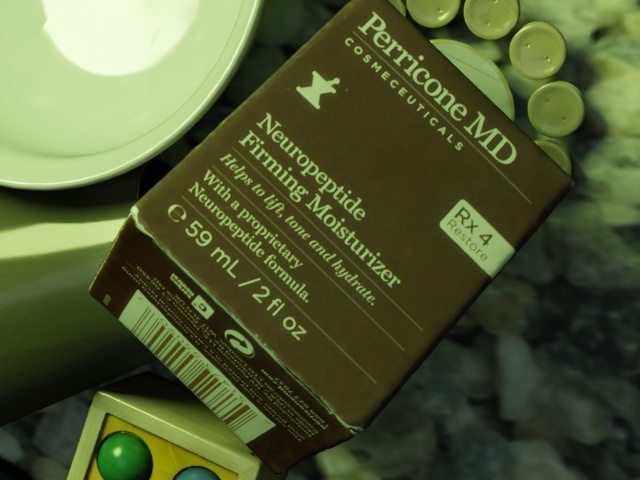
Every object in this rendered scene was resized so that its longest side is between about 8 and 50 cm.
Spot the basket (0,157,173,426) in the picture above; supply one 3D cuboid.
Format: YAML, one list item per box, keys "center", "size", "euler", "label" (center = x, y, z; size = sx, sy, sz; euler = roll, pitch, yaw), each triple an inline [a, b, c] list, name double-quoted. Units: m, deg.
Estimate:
- center: [-0.200, 0.034, 0.950]
  size: [0.226, 0.154, 0.204]
  euler: [-13, 86, 14]
  label: "basket"

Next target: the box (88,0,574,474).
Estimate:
- center: [0.000, 0.000, 0.807]
  size: [0.168, 0.167, 0.203]
  euler: [44, 66, 0]
  label: "box"

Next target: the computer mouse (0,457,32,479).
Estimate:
- center: [-0.314, 0.182, 1.050]
  size: [0.242, 0.041, 0.071]
  euler: [16, 100, 16]
  label: "computer mouse"

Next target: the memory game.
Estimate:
- center: [0.081, -0.083, 0.908]
  size: [0.186, 0.012, 0.186]
  euler: [4, 105, 16]
  label: "memory game"

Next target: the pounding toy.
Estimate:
- center: [-0.078, 0.218, 0.952]
  size: [0.206, 0.094, 0.181]
  euler: [22, 100, 15]
  label: "pounding toy"

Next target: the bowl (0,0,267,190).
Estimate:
- center: [-0.151, -0.177, 0.918]
  size: [0.297, 0.134, 0.298]
  euler: [0, 89, 18]
  label: "bowl"
